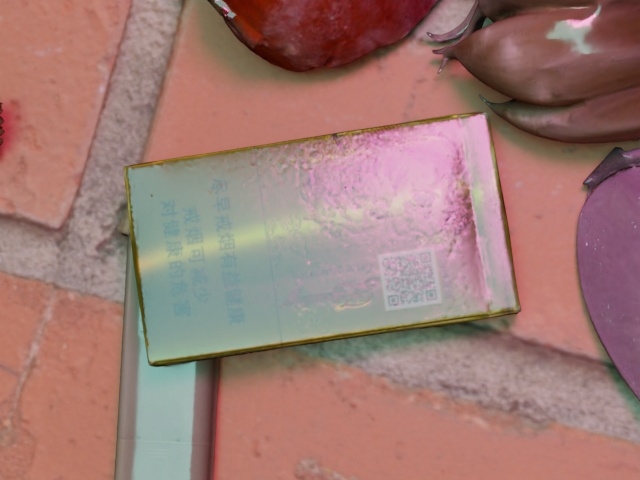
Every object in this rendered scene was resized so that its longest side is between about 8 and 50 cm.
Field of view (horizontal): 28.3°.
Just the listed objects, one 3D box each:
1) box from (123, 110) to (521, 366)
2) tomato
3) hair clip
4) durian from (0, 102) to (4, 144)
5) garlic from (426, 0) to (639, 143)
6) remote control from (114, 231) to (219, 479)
[{"bbox_3d":[0.000,0.000,1.061,0.311,0.043,0.173,-9,83,1],"label":"box"},{"bbox_3d":[0.000,-0.306,1.047,0.308,0.170,0.309,-1,86,12],"label":"tomato"},{"bbox_3d":[0.303,0.089,1.003,0.095,0.110,0.359,-21,73,-32],"label":"hair clip"},{"bbox_3d":[-0.329,-0.087,1.143,0.130,0.066,0.052,-36,78,15],"label":"durian"},{"bbox_3d":[0.235,-0.202,1.025,0.291,0.210,0.237,11,121,10],"label":"garlic"},{"bbox_3d":[-0.132,0.125,1.096,0.090,0.038,0.310,1,84,8],"label":"remote control"}]
